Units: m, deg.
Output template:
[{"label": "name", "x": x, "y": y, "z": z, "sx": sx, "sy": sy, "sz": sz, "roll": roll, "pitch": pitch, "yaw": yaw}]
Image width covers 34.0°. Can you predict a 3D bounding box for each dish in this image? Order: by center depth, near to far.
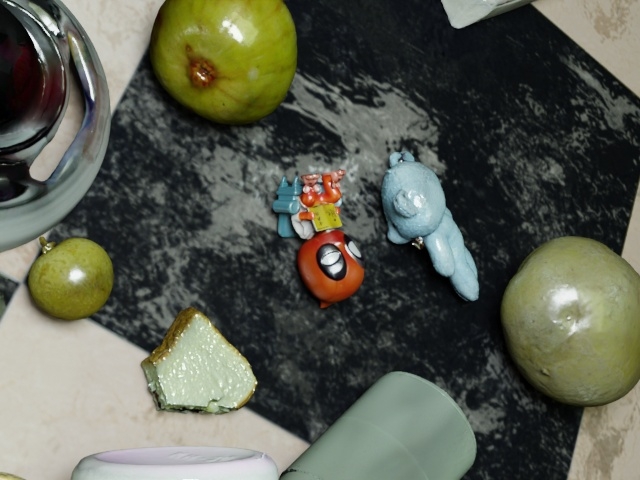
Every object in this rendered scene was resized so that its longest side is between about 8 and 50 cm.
[{"label": "dish", "x": -0.283, "y": -0.131, "z": 0.859, "sx": 0.273, "sy": 0.134, "sz": 0.273, "roll": 9, "pitch": 74, "yaw": -33}]

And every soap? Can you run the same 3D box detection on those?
[{"label": "soap", "x": 0.218, "y": -0.345, "z": 1.300, "sx": 0.183, "sy": 0.063, "sz": 0.121, "roll": -25, "pitch": 92, "yaw": -37}]

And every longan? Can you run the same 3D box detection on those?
[{"label": "longan", "x": -0.219, "y": 0.028, "z": 0.904, "sx": 0.083, "sy": 0.075, "sz": 0.075, "roll": 44, "pitch": 54, "yaw": 11}]

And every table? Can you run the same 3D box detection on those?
[{"label": "table", "x": 0.035, "y": 0.237, "z": 0.983, "sx": 0.220, "sy": 0.126, "sz": 0.126, "roll": -39, "pitch": 101, "yaw": -35}]

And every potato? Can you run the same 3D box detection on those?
[{"label": "potato", "x": 0.298, "y": 0.094, "z": 1.186, "sx": 0.235, "sy": 0.160, "sz": 0.178, "roll": 20, "pitch": 105, "yaw": -44}]

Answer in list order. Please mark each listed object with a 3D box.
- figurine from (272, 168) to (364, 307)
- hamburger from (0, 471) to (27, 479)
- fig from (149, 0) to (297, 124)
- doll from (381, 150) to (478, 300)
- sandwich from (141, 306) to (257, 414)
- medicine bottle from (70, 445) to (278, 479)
[{"label": "figurine", "x": 0.000, "y": 0.000, "z": 1.056, "sx": 0.068, "sy": 0.075, "sz": 0.140, "roll": -15, "pitch": 97, "yaw": -38}, {"label": "hamburger", "x": -0.257, "y": 0.246, "z": 0.810, "sx": 0.141, "sy": 0.081, "sz": 0.127, "roll": 35, "pitch": 58, "yaw": -8}, {"label": "fig", "x": -0.090, "y": -0.203, "z": 1.020, "sx": 0.142, "sy": 0.148, "sz": 0.186, "roll": 19, "pitch": 28, "yaw": -15}, {"label": "doll", "x": 0.114, "y": -0.008, "z": 1.146, "sx": 0.120, "sy": 0.075, "sz": 0.180, "roll": -92, "pitch": 158, "yaw": -60}, {"label": "sandwich", "x": -0.111, "y": 0.126, "z": 0.967, "sx": 0.105, "sy": 0.035, "sz": 0.093, "roll": 44, "pitch": 57, "yaw": -18}, {"label": "medicine bottle", "x": -0.115, "y": 0.315, "z": 0.827, "sx": 0.170, "sy": 0.170, "sz": 0.293, "roll": 4, "pitch": 82, "yaw": -33}]
